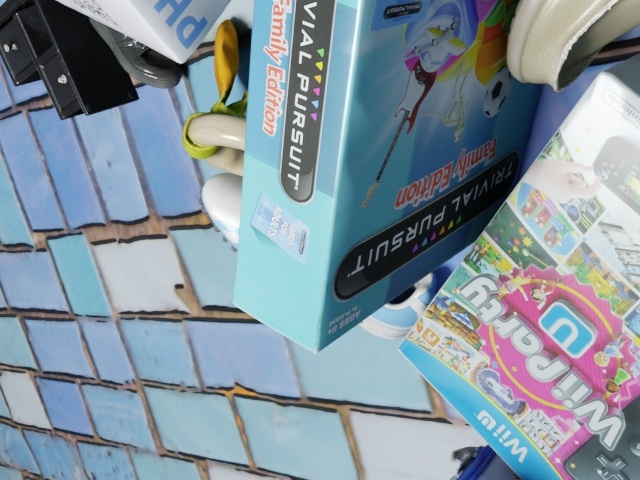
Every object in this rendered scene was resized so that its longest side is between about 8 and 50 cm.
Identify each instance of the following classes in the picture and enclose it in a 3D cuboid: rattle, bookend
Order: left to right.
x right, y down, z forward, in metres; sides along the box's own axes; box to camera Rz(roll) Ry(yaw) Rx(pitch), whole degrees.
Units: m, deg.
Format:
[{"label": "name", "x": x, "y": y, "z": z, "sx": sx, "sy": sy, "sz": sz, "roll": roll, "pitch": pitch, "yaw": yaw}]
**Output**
[{"label": "bookend", "x": -0.309, "y": -0.204, "z": 1.003, "sx": 0.157, "sy": 0.072, "sz": 0.156, "roll": -15, "pitch": 100, "yaw": 47}, {"label": "rattle", "x": -0.019, "y": -0.112, "z": 0.811, "sx": 0.199, "sy": 0.143, "sz": 0.130, "roll": 10, "pitch": 151, "yaw": 23}]

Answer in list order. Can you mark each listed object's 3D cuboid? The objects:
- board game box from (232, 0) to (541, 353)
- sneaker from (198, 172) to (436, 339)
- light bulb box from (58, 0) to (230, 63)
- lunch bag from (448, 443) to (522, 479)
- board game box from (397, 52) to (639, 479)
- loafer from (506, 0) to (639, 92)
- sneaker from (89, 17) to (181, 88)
[{"label": "board game box", "x": 0.066, "y": -0.127, "z": 0.560, "sx": 0.079, "sy": 0.253, "sz": 0.336, "roll": 28, "pitch": 128, "yaw": 30}, {"label": "sneaker", "x": 0.000, "y": 0.000, "z": 0.788, "sx": 0.237, "sy": 0.085, "sz": 0.086, "roll": 32, "pitch": 130, "yaw": 3}, {"label": "light bulb box", "x": -0.234, "y": -0.364, "z": 0.620, "sx": 0.361, "sy": 0.225, "sz": 0.358, "roll": 30, "pitch": 170, "yaw": 28}, {"label": "lunch bag", "x": 0.195, "y": 0.295, "z": 0.676, "sx": 0.303, "sy": 0.243, "sz": 0.115, "roll": 43, "pitch": 118, "yaw": 17}, {"label": "board game box", "x": 0.220, "y": 0.053, "z": 0.624, "sx": 0.224, "sy": 0.097, "sz": 0.303, "roll": 45, "pitch": 135, "yaw": 18}, {"label": "loafer", "x": 0.214, "y": -0.175, "z": 0.496, "sx": 0.092, "sy": 0.102, "sz": 0.268, "roll": 51, "pitch": 129, "yaw": 12}, {"label": "sneaker", "x": -0.198, "y": -0.240, "z": 0.896, "sx": 0.170, "sy": 0.051, "sz": 0.089, "roll": 47, "pitch": 140, "yaw": 20}]
